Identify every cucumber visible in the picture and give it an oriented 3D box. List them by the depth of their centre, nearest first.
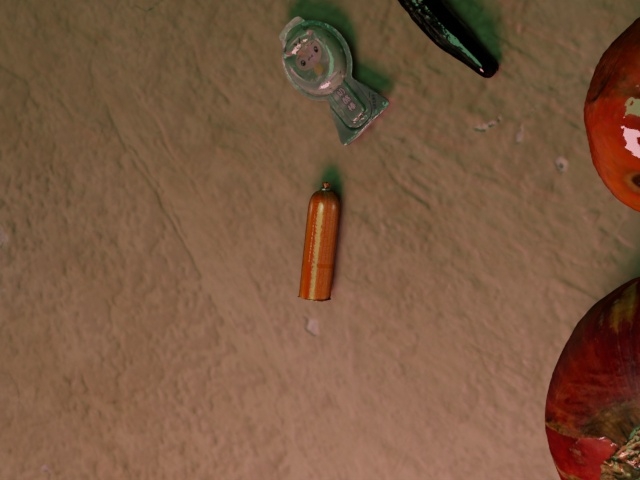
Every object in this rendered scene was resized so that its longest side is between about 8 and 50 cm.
[{"bbox_3d":[0.100,-0.188,1.364,0.034,0.033,0.135,-41,77,28],"label":"cucumber"}]

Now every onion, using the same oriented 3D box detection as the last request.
[{"bbox_3d":[0.288,0.146,1.246,0.248,0.161,0.248,2,106,8],"label":"onion"}]

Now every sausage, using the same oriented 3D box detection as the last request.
[{"bbox_3d":[0.000,0.000,1.441,0.031,0.031,0.107,10,99,26],"label":"sausage"}]

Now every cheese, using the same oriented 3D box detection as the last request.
[{"bbox_3d":[0.007,-0.147,1.421,0.067,0.026,0.121,-44,76,25],"label":"cheese"}]

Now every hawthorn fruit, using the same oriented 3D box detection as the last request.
[{"bbox_3d":[0.253,-0.099,1.153,0.165,0.285,0.165,0,89,20],"label":"hawthorn fruit"}]
